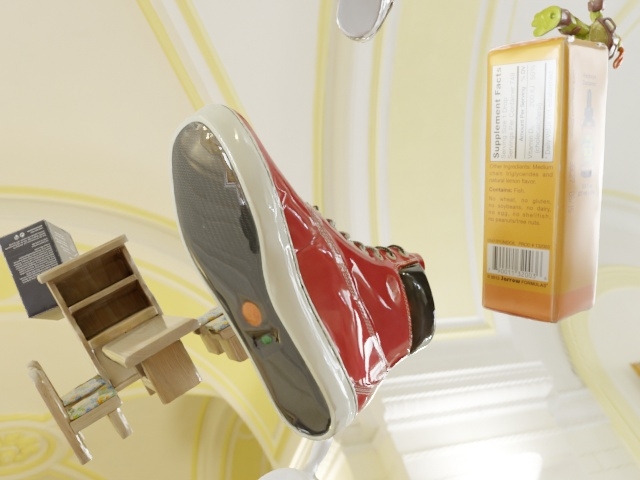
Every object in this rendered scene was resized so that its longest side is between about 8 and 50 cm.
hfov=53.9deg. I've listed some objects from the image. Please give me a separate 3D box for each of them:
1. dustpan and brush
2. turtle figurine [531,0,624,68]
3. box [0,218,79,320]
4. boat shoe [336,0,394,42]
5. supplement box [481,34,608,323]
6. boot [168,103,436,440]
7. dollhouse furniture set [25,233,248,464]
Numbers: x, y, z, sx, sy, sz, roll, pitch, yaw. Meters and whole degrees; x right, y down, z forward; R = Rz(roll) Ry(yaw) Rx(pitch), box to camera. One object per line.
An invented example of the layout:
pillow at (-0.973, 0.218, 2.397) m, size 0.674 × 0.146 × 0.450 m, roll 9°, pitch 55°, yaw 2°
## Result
dustpan and brush at (-0.031, 0.314, 0.787) m, size 0.147 × 0.211 × 0.060 m, roll -6°, pitch -48°, yaw 32°
turtle figurine at (0.449, -0.318, 1.055) m, size 0.217 × 0.087 × 0.269 m, roll -13°, pitch -72°, yaw -37°
box at (-0.504, 0.060, 1.177) m, size 0.093 × 0.158 × 0.156 m, roll -24°, pitch -6°, yaw -8°
boat shoe at (0.100, -0.451, 1.015) m, size 0.088 × 0.096 × 0.267 m, roll -21°, pitch -55°, yaw -74°
supplement box at (0.194, -0.052, 0.550) m, size 0.078 × 0.080 × 0.233 m, roll -8°, pitch -77°, yaw -42°
boot at (0.000, 0.000, 0.485) m, size 0.088 × 0.244 × 0.176 m, roll -18°, pitch 9°, yaw 45°
dollhouse furniture set at (-0.203, 0.081, 0.663) m, size 0.212 × 0.242 × 0.161 m, roll -30°, pitch -81°, yaw -26°
